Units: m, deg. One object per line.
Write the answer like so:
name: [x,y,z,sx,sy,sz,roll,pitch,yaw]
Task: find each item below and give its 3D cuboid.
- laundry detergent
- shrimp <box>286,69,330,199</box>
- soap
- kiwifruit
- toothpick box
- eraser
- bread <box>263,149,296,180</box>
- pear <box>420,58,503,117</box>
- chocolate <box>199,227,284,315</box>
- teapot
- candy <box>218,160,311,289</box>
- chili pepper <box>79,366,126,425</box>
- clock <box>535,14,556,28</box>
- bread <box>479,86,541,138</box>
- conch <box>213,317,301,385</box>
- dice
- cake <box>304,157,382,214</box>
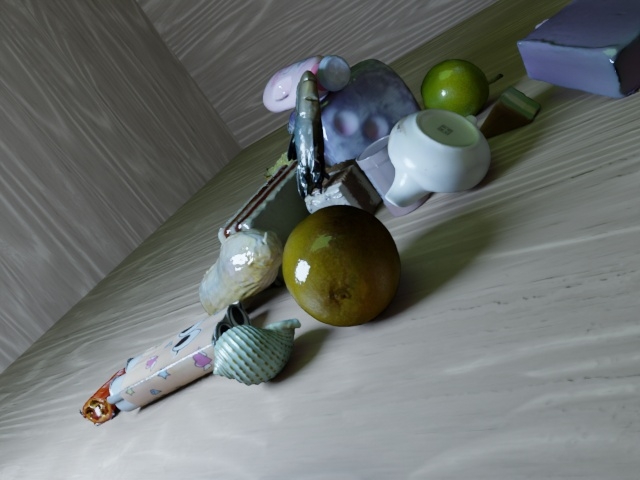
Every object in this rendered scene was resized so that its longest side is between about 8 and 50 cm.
laundry detergent: [-0.037,-0.399,1.554,0.159,0.087,0.335,-59,25,-10]
shrimp: [-0.041,-0.239,1.421,0.075,0.290,0.178,-7,2,-12]
soap: [0.594,-0.423,1.218,0.296,0.107,0.285,-37,29,-1]
kiwifruit: [0.035,0.035,1.030,0.195,0.196,0.234,-32,13,12]
toothpick box: [0.155,-0.138,1.313,0.098,0.149,0.098,-32,18,12]
eraser: [-0.288,0.242,1.269,0.290,0.087,0.171,-30,13,21]
bread: [-0.087,-0.208,1.980,0.143,0.140,0.229,-42,17,-10]
pear: [0.366,-0.386,1.582,0.216,0.166,0.180,-10,9,7]
chocolate: [-0.176,0.072,1.329,0.309,0.134,0.134,-44,6,48]
teapot: [0.239,-0.172,1.228,0.298,0.204,0.140,-28,-35,-36]
candy: [-0.096,-0.044,1.502,0.135,0.180,0.321,-17,26,43]
chili pepper: [-0.469,0.338,1.418,0.088,0.065,0.169,-27,16,24]
clock: [0.655,-0.537,1.525,0.275,0.080,0.290,-43,18,-23]
bread: [0.411,-0.259,1.376,0.074,0.084,0.139,-50,-9,-36]
conch: [-0.107,0.190,1.043,0.153,0.102,0.135,-6,-2,-16]
dice: [0.097,-0.300,1.643,0.271,0.270,0.270,-39,18,-9]
cake: [0.057,-0.101,1.451,0.135,0.134,0.147,-18,36,40]
